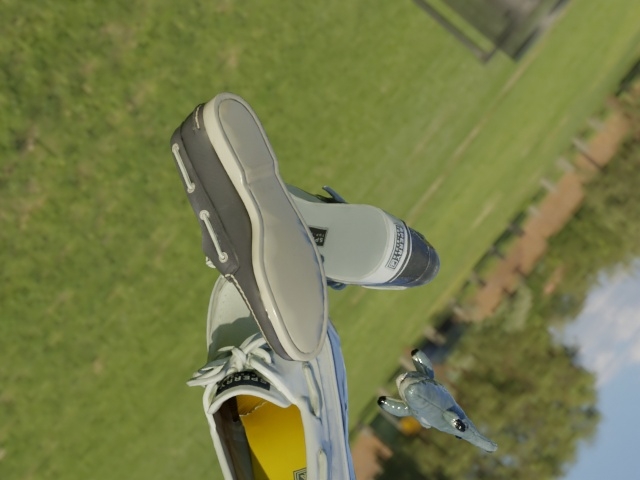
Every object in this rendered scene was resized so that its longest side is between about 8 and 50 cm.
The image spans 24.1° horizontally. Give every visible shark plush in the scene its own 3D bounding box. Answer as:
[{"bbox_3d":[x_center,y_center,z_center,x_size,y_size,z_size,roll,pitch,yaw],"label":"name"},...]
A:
[{"bbox_3d":[0.127,0.190,1.594,0.073,0.161,0.067,-44,-150,-12],"label":"shark plush"}]

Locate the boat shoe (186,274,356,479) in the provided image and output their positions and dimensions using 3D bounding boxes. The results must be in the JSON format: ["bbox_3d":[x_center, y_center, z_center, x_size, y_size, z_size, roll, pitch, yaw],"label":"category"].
[{"bbox_3d":[-0.060,0.145,1.393,0.136,0.367,0.156,-22,143,15],"label":"boat shoe"}]

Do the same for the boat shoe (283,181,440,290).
[{"bbox_3d":[0.001,-0.004,1.634,0.306,0.105,0.113,5,-102,46],"label":"boat shoe"}]

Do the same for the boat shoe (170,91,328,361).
[{"bbox_3d":[-0.054,-0.004,1.105,0.065,0.206,0.075,-24,172,35],"label":"boat shoe"}]
